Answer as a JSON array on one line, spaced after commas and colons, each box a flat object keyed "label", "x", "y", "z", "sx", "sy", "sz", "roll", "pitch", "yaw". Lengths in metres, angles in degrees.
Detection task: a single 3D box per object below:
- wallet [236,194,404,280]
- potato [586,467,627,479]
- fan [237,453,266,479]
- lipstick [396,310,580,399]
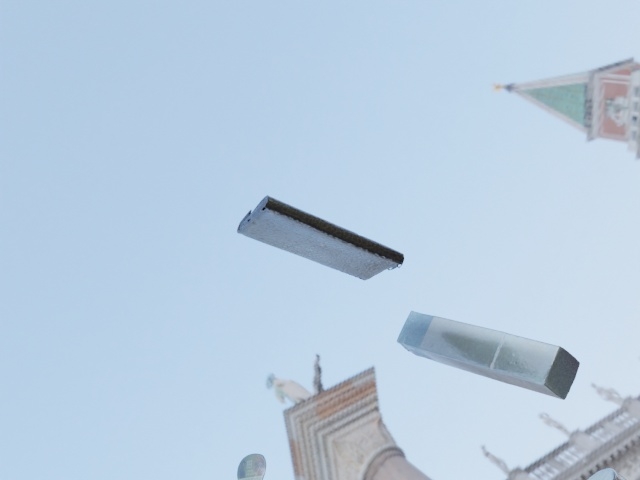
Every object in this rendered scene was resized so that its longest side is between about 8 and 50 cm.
[{"label": "wallet", "x": 0.000, "y": 0.000, "z": 1.119, "sx": 0.243, "sy": 0.133, "sz": 0.039, "roll": 23, "pitch": -116, "yaw": -17}, {"label": "potato", "x": 0.346, "y": 0.372, "z": 0.791, "sx": 0.178, "sy": 0.158, "sz": 0.203, "roll": -46, "pitch": -22, "yaw": -35}, {"label": "fan", "x": -0.103, "y": 0.338, "z": 0.989, "sx": 0.003, "sy": 0.060, "sz": 0.080, "roll": 29, "pitch": -101, "yaw": -38}, {"label": "lipstick", "x": 0.259, "y": 0.180, "z": 1.139, "sx": 0.066, "sy": 0.317, "sz": 0.068, "roll": 37, "pitch": -106, "yaw": -32}]
